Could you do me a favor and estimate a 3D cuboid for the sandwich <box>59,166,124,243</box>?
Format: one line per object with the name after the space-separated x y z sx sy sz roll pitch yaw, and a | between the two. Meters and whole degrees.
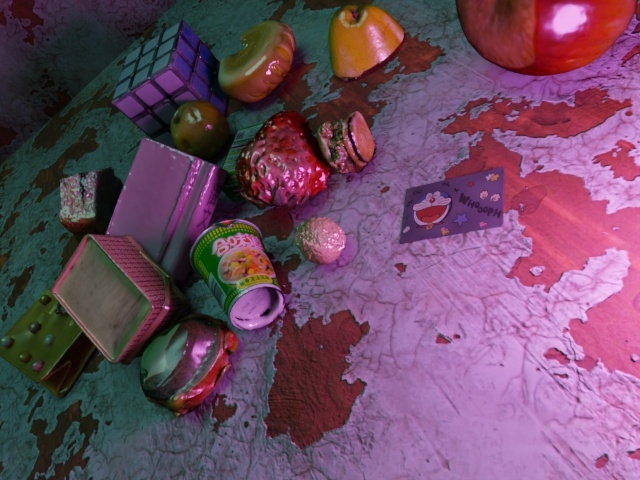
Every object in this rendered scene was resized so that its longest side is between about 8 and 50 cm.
-0.729 -0.098 1.970 0.131 0.326 0.262 -10 47 9 | sandwich

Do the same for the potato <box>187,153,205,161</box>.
-0.522 -0.236 1.992 0.269 0.112 0.255 -13 15 -26 | potato

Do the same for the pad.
0.300 -0.081 1.362 0.245 0.006 0.170 -11 50 33 | pad

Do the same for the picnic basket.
-0.540 0.157 1.623 0.313 0.175 0.228 43 104 18 | picnic basket

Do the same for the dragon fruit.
-0.343 0.305 1.482 0.295 0.130 0.268 -40 46 5 | dragon fruit

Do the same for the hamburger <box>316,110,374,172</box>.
0.062 -0.251 1.580 0.131 0.159 0.185 -15 29 24 | hamburger

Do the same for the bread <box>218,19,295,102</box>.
-0.212 -0.627 2.107 0.332 0.160 0.333 -22 48 26 | bread

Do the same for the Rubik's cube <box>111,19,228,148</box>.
-0.550 -0.573 2.227 0.303 0.305 0.301 -22 45 26 | Rubik's cube

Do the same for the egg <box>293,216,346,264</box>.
0.000 0.000 1.454 0.140 0.118 0.116 33 97 57 | egg

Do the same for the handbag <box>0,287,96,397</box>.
-0.864 0.304 1.910 0.400 0.133 0.283 12 60 44 | handbag

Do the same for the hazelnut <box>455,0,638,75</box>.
0.512 -0.569 1.343 0.359 0.359 0.409 -45 49 -1 | hazelnut

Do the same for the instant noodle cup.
-0.201 0.093 1.492 0.207 0.207 0.233 -39 48 6 | instant noodle cup

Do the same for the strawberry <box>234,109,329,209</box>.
-0.110 -0.247 1.645 0.264 0.149 0.336 0 57 7 | strawberry

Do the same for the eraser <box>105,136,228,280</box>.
-0.463 -0.091 1.758 0.272 0.122 0.360 23 91 15 | eraser

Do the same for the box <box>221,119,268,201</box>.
-0.202 -0.248 1.833 0.180 0.103 0.250 -6 52 36 | box

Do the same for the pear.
0.113 -0.656 1.859 0.266 0.178 0.267 -24 41 22 | pear

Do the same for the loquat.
-0.414 -0.379 2.049 0.213 0.213 0.213 -22 46 24 | loquat
